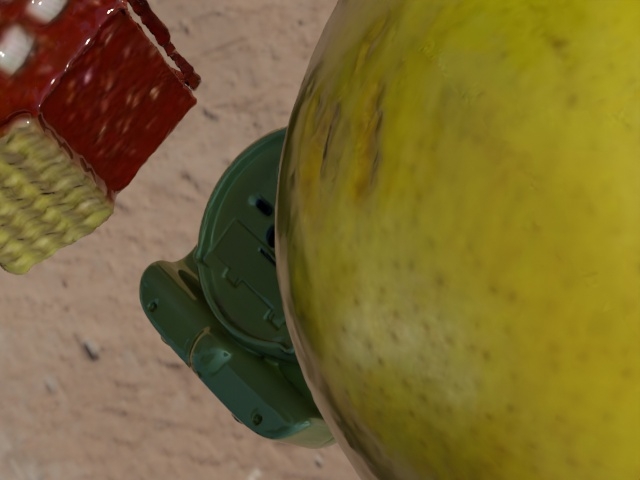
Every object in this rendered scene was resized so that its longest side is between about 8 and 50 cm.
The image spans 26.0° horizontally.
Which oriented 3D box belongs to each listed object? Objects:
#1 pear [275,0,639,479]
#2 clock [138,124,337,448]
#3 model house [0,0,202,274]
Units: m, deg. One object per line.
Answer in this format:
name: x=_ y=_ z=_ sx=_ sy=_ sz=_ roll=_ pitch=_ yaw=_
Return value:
pear: x=0.157 y=-0.015 z=0.603 sx=0.362 sy=0.362 sz=0.418 roll=21 pitch=113 yaw=21
clock: x=0.000 y=0.000 z=1.168 sx=0.235 sy=0.096 sz=0.308 roll=42 pitch=101 yaw=36
model house: x=-0.238 y=-0.096 z=1.085 sx=0.160 sy=0.196 sz=0.254 roll=29 pitch=80 yaw=21
